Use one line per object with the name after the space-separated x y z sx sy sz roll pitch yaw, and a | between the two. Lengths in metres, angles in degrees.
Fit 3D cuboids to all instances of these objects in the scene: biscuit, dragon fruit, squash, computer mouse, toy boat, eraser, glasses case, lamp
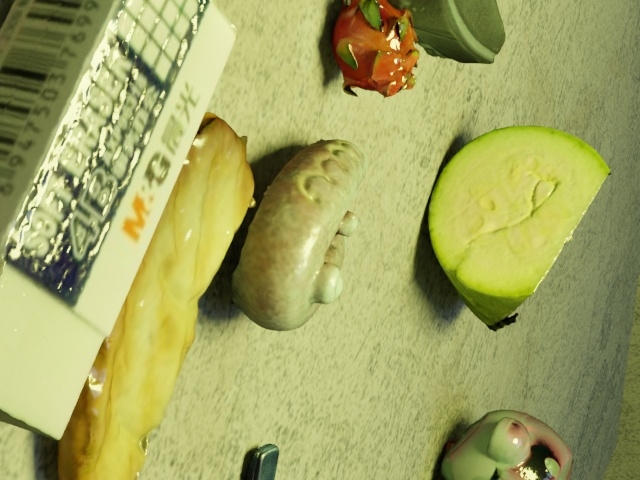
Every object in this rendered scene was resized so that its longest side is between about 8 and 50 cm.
-0.125 0.046 0.841 0.154 0.045 0.299 58 50 -62 | biscuit
0.049 -0.191 1.078 0.086 0.081 0.116 -36 110 -60 | dragon fruit
0.270 0.013 1.529 0.234 0.210 0.309 -57 148 -11 | squash
0.106 -0.229 1.146 0.071 0.126 0.231 -61 155 -12 | computer mouse
0.000 0.000 1.006 0.227 0.085 0.155 -47 156 -63 | toy boat
-0.153 -0.041 0.683 0.287 0.086 0.130 -69 154 -19 | eraser
-0.062 0.236 1.112 0.033 0.023 0.083 1 99 -58 | glasses case
0.275 0.406 1.703 0.247 0.247 0.301 29 83 -63 | lamp
